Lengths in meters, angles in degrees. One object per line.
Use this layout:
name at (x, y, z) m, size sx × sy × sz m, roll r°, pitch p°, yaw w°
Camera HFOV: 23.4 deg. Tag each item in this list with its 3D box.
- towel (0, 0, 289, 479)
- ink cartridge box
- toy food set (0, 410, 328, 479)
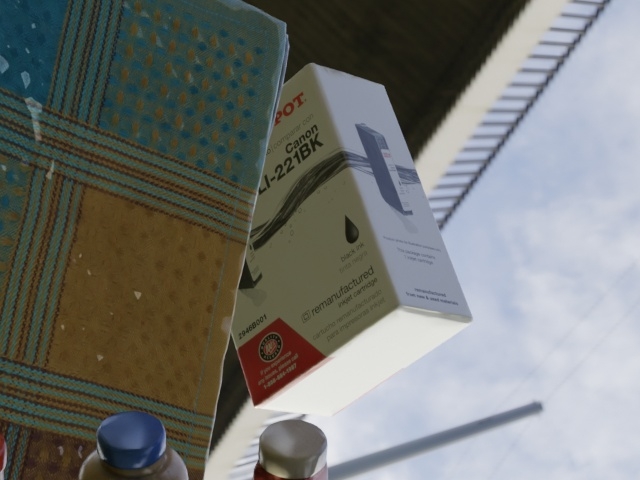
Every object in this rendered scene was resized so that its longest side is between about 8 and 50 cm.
towel at (-0.153, -0.012, 0.920) m, size 0.040 × 0.271 × 0.370 m, roll -11°, pitch -118°, yaw 47°
ink cartridge box at (0.000, 0.000, 1.465) m, size 0.197 × 0.114 × 0.273 m, roll -37°, pitch -123°, yaw 31°
toy food set at (-0.021, 0.128, 0.523) m, size 0.232 × 0.111 × 0.104 m, roll 19°, pitch -57°, yaw 24°
